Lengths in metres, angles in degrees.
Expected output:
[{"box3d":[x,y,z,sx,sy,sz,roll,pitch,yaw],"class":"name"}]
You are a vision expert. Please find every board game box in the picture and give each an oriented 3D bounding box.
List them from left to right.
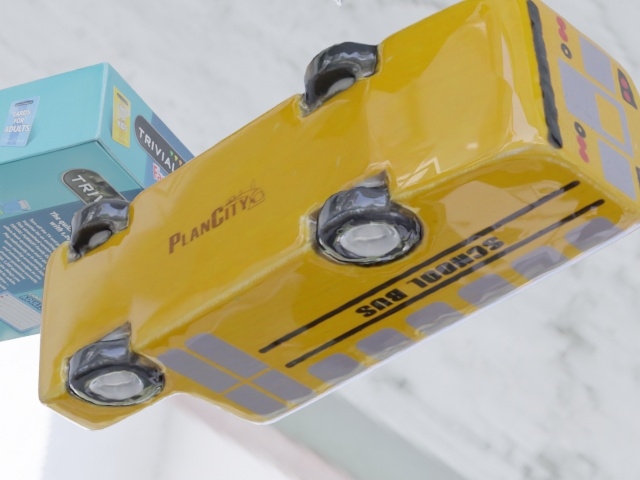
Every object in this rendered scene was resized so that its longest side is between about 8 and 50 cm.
[{"box3d":[-0.262,-0.016,1.613,0.336,0.079,0.254,-12,-34,22],"class":"board game box"}]

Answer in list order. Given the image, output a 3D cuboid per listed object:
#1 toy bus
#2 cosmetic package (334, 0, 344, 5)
[{"box3d":[0.000,0.000,0.990,0.333,0.108,0.130,-31,-43,32],"class":"toy bus"},{"box3d":[-0.053,-0.232,0.956,0.239,0.099,0.060,39,-7,6],"class":"cosmetic package"}]
